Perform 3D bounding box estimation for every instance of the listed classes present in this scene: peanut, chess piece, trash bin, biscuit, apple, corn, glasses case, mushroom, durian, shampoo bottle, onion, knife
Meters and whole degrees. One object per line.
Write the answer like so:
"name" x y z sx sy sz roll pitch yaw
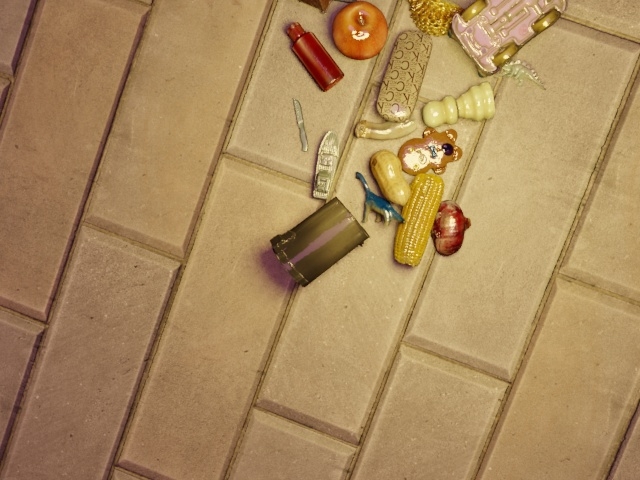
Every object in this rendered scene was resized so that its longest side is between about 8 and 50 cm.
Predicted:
"peanut" 0.252 -0.227 1.609 0.120 0.110 0.236 -43 56 37
"chess piece" 0.488 -0.474 1.616 0.244 0.133 0.133 -12 91 11
"trash bin" 0.000 0.000 1.617 0.302 0.203 0.252 -37 129 3
"biscuit" 0.403 -0.325 1.664 0.237 0.039 0.179 -19 92 6
"apple" 0.140 -0.750 1.600 0.201 0.162 0.201 0 91 6
"corn" 0.350 -0.072 1.627 0.131 0.131 0.344 17 94 3
"glasses case" 0.301 -0.592 1.612 0.137 0.085 0.354 16 80 11
"mushroom" 0.238 -0.413 1.650 0.224 0.081 0.092 -11 110 6
"durian" 0.412 -0.833 1.625 0.252 0.144 0.139 24 56 9
"shampoo bottle" -0.027 -0.686 1.663 0.102 0.064 0.260 -36 89 8
"onion" 0.481 -0.048 1.637 0.151 0.098 0.205 -9 91 6
"knife" -0.073 -0.439 1.701 0.028 0.015 0.210 -10 91 10

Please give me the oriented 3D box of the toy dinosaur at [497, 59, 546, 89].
"toy dinosaur" 0.733 -0.605 1.627 0.209 0.039 0.082 30 92 2

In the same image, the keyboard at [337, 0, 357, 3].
"keyboard" 0.053 -0.924 1.674 0.176 0.014 0.055 10 90 3

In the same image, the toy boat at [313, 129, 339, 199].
"toy boat" 0.022 -0.281 1.665 0.078 0.085 0.260 11 93 4

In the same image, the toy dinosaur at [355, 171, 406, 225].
"toy dinosaur" 0.219 -0.149 1.628 0.075 0.248 0.188 -18 113 -34

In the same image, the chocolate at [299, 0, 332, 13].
"chocolate" -0.099 -0.951 1.624 0.321 0.112 0.111 27 97 7

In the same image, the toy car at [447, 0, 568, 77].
"toy car" 0.635 -0.759 1.559 0.336 0.226 0.242 -39 95 16
